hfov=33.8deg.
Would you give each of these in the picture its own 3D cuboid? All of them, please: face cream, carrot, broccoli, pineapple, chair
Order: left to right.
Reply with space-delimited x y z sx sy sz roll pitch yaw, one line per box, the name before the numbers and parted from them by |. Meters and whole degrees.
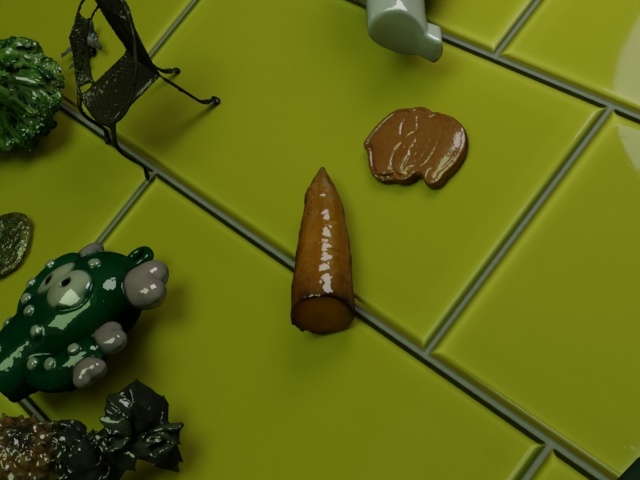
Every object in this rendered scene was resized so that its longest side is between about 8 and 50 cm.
broccoli | -0.457 -0.209 1.521 0.195 0.156 0.195 0 91 12
pineapple | -0.262 0.227 1.135 0.237 0.119 0.111 -9 44 -3
chair | -0.253 -0.212 1.362 0.149 0.213 0.174 -44 49 -6
carrot | 0.000 0.000 1.178 0.072 0.072 0.205 -17 54 21
face cream | 0.085 -0.374 1.295 0.145 0.145 0.370 -17 55 22

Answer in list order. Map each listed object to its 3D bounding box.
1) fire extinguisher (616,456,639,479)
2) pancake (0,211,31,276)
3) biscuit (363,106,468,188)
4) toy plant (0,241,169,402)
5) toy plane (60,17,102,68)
fire extinguisher | 0.369 0.129 0.869 0.093 0.118 0.294 43 89 5
pancake | -0.444 0.008 1.466 0.108 0.017 0.108 -15 59 26
biscuit | 0.107 -0.108 1.208 0.130 0.019 0.102 16 71 37
toy plant | -0.291 0.090 1.259 0.232 0.112 0.243 0 45 39
toy plane | -0.354 -0.295 1.581 0.078 0.031 0.083 -2 62 29
